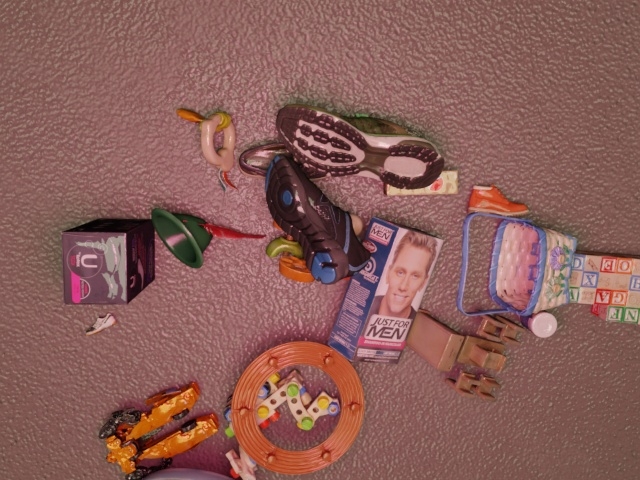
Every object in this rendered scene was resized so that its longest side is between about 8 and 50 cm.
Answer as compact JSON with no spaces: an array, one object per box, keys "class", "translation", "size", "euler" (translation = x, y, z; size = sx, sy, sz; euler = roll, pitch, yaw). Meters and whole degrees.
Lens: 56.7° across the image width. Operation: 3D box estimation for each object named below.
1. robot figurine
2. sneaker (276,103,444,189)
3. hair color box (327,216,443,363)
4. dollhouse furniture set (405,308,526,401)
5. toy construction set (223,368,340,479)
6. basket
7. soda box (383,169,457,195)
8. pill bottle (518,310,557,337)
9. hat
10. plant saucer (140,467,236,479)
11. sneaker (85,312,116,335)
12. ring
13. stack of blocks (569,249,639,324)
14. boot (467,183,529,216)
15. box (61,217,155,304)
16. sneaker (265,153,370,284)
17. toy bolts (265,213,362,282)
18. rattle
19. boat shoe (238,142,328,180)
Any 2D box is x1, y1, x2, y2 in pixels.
[{"class":"robot figurine","translation":[-0.427,0.503,1.560],"size":[0.291,0.085,0.211],"euler":[-27,98,1]},{"class":"sneaker","translation":[0.091,-0.248,1.441],"size":[0.411,0.182,0.158],"euler":[16,127,-11]},{"class":"hair color box","translation":[0.163,0.130,1.489],"size":[0.174,0.105,0.346],"euler":[13,99,-40]},{"class":"dollhouse furniture set","translation":[0.372,0.279,1.564],"size":[0.242,0.161,0.212],"euler":[17,98,-27]},{"class":"toy construction set","translation":[-0.127,0.466,1.547],"size":[0.328,0.151,0.215],"euler":[-41,99,-8]},{"class":"basket","translation":[0.480,0.058,1.480],"size":[0.289,0.201,0.254],"euler":[1,99,-13]},{"class":"soda box","translation":[0.254,-0.148,1.512],"size":[0.182,0.058,0.061],"euler":[-2,99,-3]},{"class":"pill bottle","translation":[0.560,0.205,1.547],"size":[0.067,0.120,0.066],"euler":[0,98,-3]},{"class":"hat","translation":[-0.292,-0.044,1.504],"size":[0.183,0.173,0.208],"euler":[-43,117,-30]},{"class":"plant saucer","translation":[-0.319,0.653,1.530],"size":[0.318,0.043,0.317],"euler":[4,138,3]},{"class":"sneaker","translation":[-0.574,0.217,1.541],"size":[0.083,0.032,0.036],"euler":[-27,85,-4]},{"class":"ring","translation":[-0.052,0.417,1.467],"size":[0.337,0.032,0.336],"euler":[0,91,-11]},{"class":"stack of blocks","translation":[0.767,0.122,1.562],"size":[0.298,0.087,0.171],"euler":[5,98,-4]},{"class":"boot","translation":[0.463,-0.103,1.531],"size":[0.158,0.059,0.084],"euler":[5,93,-3]},{"class":"box","translation":[-0.490,0.042,1.395],"size":[0.144,0.270,0.165],"euler":[1,98,-3]},{"class":"sneaker","translation":[-0.014,-0.054,1.379],"size":[0.140,0.125,0.340],"euler":[-14,68,-40]},{"class":"toy bolts","translation":[0.000,0.000,1.452],"size":[0.229,0.218,0.158],"euler":[12,106,-15]},{"class":"rattle","translation":[-0.283,-0.218,1.471],"size":[0.143,0.130,0.199],"euler":[0,125,8]},{"class":"boat shoe","translation":[-0.063,-0.198,1.470],"size":[0.286,0.092,0.102],"euler":[-1,96,-4]}]
